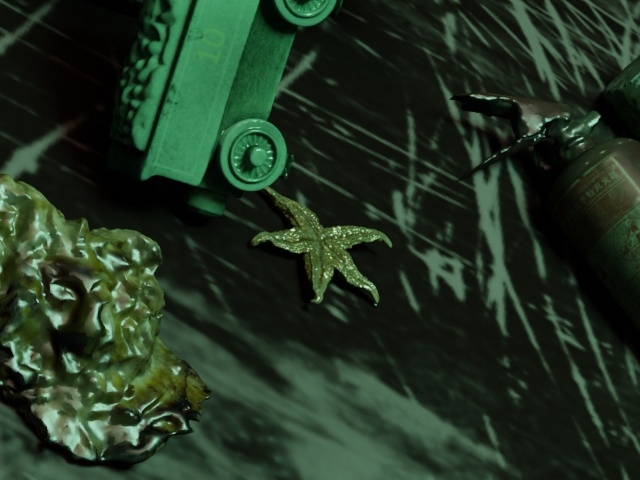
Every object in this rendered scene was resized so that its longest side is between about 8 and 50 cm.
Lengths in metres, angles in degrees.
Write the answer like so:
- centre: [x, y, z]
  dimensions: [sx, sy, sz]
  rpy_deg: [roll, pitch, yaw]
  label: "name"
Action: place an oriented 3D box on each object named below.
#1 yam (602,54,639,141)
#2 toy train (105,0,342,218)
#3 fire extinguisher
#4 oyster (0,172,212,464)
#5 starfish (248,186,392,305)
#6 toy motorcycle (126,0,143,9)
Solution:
- centre: [0.273, -0.064, 1.292]
  dimensions: [0.179, 0.078, 0.078]
  rpy_deg: [49, 40, 11]
  label: "yam"
- centre: [-0.054, -0.099, 1.014]
  dimensions: [0.099, 0.172, 0.070]
  rpy_deg: [16, 2, -29]
  label: "toy train"
- centre: [0.181, -0.009, 1.166]
  dimensions: [0.106, 0.075, 0.252]
  rpy_deg: [-16, 64, -45]
  label: "fire extinguisher"
- centre: [-0.124, 0.028, 0.914]
  dimensions: [0.105, 0.056, 0.177]
  rpy_deg: [-27, 76, -41]
  label: "oyster"
- centre: [0.000, 0.000, 1.064]
  dimensions: [0.092, 0.016, 0.086]
  rpy_deg: [-7, 58, -36]
  label: "starfish"
- centre: [-0.004, -0.222, 1.128]
  dimensions: [0.401, 0.207, 0.134]
  rpy_deg: [-3, 70, -41]
  label: "toy motorcycle"
